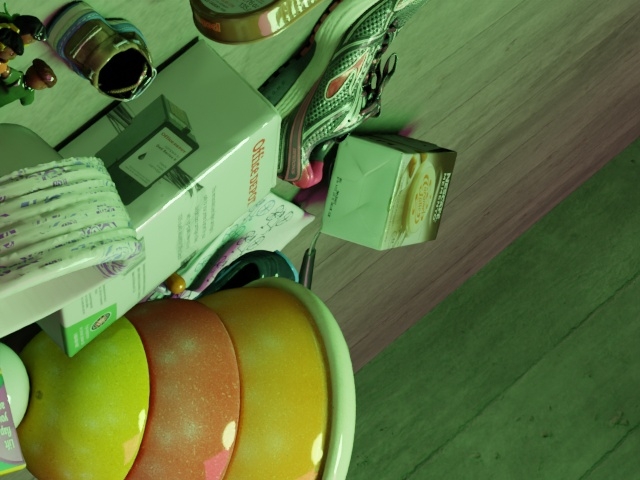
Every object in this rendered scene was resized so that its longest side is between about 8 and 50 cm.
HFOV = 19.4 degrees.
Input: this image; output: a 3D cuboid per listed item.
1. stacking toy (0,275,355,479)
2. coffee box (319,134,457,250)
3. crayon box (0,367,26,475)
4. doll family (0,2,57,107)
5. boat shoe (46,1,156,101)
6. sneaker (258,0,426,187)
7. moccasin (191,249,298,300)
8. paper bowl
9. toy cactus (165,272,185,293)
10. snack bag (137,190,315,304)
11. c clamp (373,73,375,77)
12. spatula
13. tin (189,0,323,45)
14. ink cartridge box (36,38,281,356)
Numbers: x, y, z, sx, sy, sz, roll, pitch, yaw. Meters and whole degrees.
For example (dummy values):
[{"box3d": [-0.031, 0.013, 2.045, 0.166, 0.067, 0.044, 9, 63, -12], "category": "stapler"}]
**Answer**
[{"box3d": [-0.234, 0.187, 2.093, 0.480, 0.350, 0.350, 10, 133, -33], "category": "stacking toy"}, {"box3d": [0.098, -0.072, 2.630, 0.246, 0.098, 0.141, -11, 116, -68], "category": "coffee box"}, {"box3d": [-0.470, 0.201, 1.536, 0.313, 0.106, 0.363, -18, 176, 19], "category": "crayon box"}, {"box3d": [-0.260, -0.148, 1.427, 0.111, 0.076, 0.193, -25, 173, 2], "category": "doll family"}, {"box3d": [-0.185, -0.156, 1.662, 0.066, 0.066, 0.183, -46, 167, 8], "category": "boat shoe"}, {"box3d": [0.037, -0.193, 2.138, 0.299, 0.112, 0.121, -49, 167, 17], "category": "sneaker"}, {"box3d": [-0.175, 0.137, 2.408, 0.342, 0.138, 0.117, -54, 161, 7], "category": "moccasin"}, {"box3d": [-0.300, 0.005, 1.525, 0.284, 0.148, 0.284, -24, 175, -2], "category": "paper bowl"}, {"box3d": [-0.179, 0.003, 2.155, 0.219, 0.112, 0.180, -48, 180, -23], "category": "toy cactus"}, {"box3d": [-0.164, 0.064, 2.506, 0.342, 0.037, 0.323, -45, 168, 4], "category": "snack bag"}, {"box3d": [0.067, -0.236, 2.296, 0.137, 0.022, 0.160, -30, 161, -48], "category": "c clamp"}, {"box3d": [0.000, 0.000, 2.653, 0.084, 0.030, 0.296, -48, 161, -54], "category": "spatula"}, {"box3d": [-0.038, -0.250, 1.729, 0.190, 0.106, 0.040, -40, 146, -22], "category": "tin"}, {"box3d": [-0.187, -0.040, 1.900, 0.289, 0.121, 0.211, -40, 167, -18], "category": "ink cartridge box"}]
